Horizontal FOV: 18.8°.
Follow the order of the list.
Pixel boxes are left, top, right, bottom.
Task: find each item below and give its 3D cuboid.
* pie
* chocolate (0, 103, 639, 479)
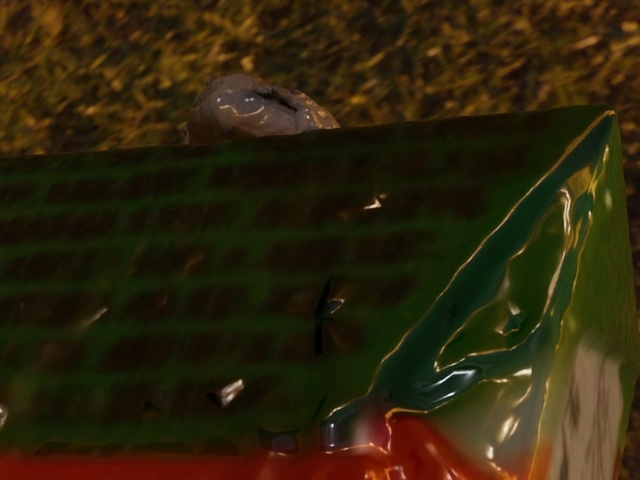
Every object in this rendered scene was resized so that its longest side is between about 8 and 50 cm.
[{"bbox_3d":[0.000,0.000,0.962,0.046,0.195,0.195,-42,99,-18],"label":"pie"},{"bbox_3d":[-0.064,0.119,0.760,0.161,0.360,0.341,62,35,-39],"label":"chocolate"}]
